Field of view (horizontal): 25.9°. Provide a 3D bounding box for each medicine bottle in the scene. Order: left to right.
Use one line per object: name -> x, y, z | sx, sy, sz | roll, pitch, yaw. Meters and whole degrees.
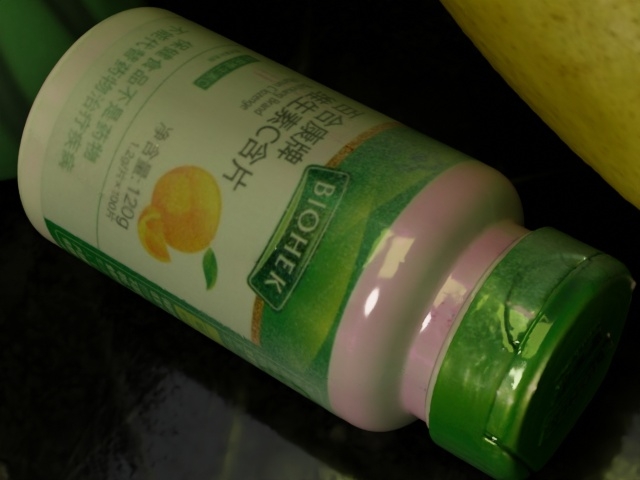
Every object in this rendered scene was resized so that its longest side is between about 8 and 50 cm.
medicine bottle -> 0.000, 0.000, 0.641 | 0.274, 0.133, 0.133 | 28, 72, 24

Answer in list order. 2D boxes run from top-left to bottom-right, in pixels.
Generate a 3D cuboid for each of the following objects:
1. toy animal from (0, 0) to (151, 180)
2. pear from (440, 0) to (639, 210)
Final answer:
toy animal -> -0.253, -0.092, 0.714 | 0.338, 0.191, 0.216 | -25, 55, 1
pear -> 0.140, -0.179, 0.625 | 0.191, 0.340, 0.386 | -17, 74, 36
